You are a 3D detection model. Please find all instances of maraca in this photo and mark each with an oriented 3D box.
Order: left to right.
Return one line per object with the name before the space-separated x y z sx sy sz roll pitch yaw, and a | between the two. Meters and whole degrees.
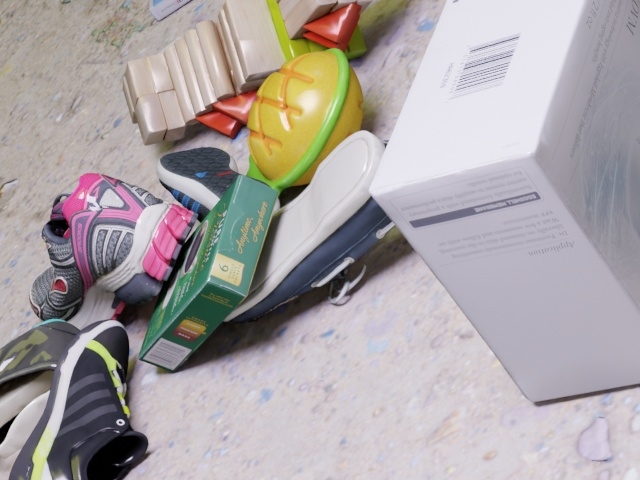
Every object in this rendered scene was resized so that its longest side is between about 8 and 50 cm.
maraca | -0.025 -0.099 1.846 0.185 0.099 0.127 -54 23 29

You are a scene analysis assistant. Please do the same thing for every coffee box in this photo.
coffee box | -0.098 0.032 1.709 0.184 0.040 0.113 -47 22 54

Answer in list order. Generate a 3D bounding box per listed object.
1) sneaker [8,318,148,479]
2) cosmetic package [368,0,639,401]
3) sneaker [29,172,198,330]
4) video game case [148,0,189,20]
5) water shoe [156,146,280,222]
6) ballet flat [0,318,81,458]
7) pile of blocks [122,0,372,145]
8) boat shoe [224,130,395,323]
sneaker | -0.188 0.167 1.705 0.097 0.084 0.234 2 45 17
cosmetic package | 0.175 -0.046 1.404 0.138 0.224 0.224 -13 39 35
sneaker | -0.214 0.006 1.841 0.299 0.112 0.121 -36 26 60
video game case | -0.127 -0.372 2.411 0.193 0.023 0.212 -31 30 16
water shoe | -0.099 -0.028 1.834 0.073 0.080 0.203 -13 23 -20
ballet flat | -0.328 0.175 1.819 0.280 0.095 0.096 -37 41 6
pile of blocks | -0.056 -0.177 2.005 0.362 0.149 0.112 -27 73 39
boat shoe | 0.000 0.000 1.682 0.254 0.079 0.095 -46 33 35
